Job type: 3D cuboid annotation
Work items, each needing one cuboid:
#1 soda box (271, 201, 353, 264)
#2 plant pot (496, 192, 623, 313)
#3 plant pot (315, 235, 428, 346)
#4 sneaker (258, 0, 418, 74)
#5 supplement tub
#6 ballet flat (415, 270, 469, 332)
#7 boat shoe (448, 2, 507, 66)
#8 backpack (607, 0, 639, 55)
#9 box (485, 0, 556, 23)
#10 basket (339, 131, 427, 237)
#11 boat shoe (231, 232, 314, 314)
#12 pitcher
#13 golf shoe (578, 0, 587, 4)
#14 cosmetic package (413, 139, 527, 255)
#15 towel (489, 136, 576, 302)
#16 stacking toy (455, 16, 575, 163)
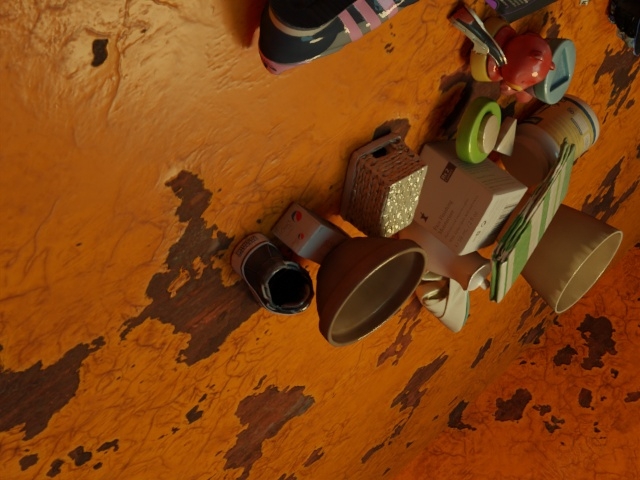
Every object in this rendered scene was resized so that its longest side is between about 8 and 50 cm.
[{"bbox_3d":[0.000,0.000,1.642,0.069,0.074,0.216,-52,154,6],"label":"soda box"},{"bbox_3d":[0.572,0.002,2.310,0.256,0.274,0.256,-38,152,-24],"label":"plant pot"},{"bbox_3d":[0.072,0.070,1.635,0.237,0.109,0.237,-33,153,-20],"label":"plant pot"},{"bbox_3d":[0.038,-0.327,1.259,0.319,0.112,0.131,-28,164,-32],"label":"sneaker"},{"bbox_3d":[0.520,-0.227,2.067,0.200,0.144,0.144,-38,152,-23],"label":"supplement tub"},{"bbox_3d":[0.288,0.084,2.174,0.139,0.139,0.400,-34,146,-29],"label":"ballet flat"},{"bbox_3d":[0.276,-0.350,1.581,0.043,0.049,0.137,-39,120,12],"label":"boat shoe"},{"bbox_3d":[0.724,-0.511,2.038,0.158,0.117,0.173,-46,153,-8],"label":"backpack"},{"bbox_3d":[0.363,-0.467,1.371,0.271,0.143,0.165,-22,166,25],"label":"box"},{"bbox_3d":[0.116,-0.093,1.666,0.113,0.103,0.167,-30,149,-32],"label":"basket"},{"bbox_3d":[-0.060,0.084,1.629,0.108,0.102,0.301,-46,154,-7],"label":"boat shoe"},{"bbox_3d":[0.276,0.027,1.957,0.125,0.207,0.178,-49,155,0],"label":"pitcher"},{"bbox_3d":[0.546,-0.525,1.792,0.273,0.105,0.120,-5,146,-48],"label":"golf shoe"},{"bbox_3d":[0.282,-0.091,1.835,0.151,0.184,0.151,-14,137,-52],"label":"cosmetic package"},{"bbox_3d":[0.450,-0.035,1.943,0.324,0.038,0.248,-56,158,-17],"label":"towel"},{"bbox_3d":[0.395,-0.271,1.756,0.309,0.130,0.279,-10,117,-54],"label":"stacking toy"}]
